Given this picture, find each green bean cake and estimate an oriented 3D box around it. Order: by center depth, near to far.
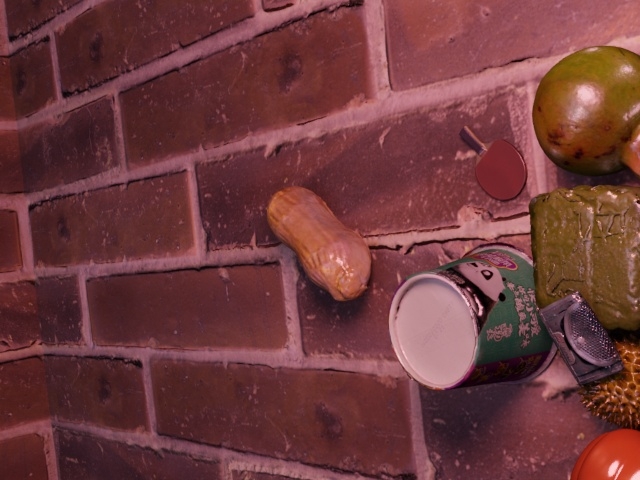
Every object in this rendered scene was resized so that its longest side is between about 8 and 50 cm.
[{"bbox_3d":[0.417,0.021,1.301,0.200,0.113,0.214,4,100,49],"label":"green bean cake"}]

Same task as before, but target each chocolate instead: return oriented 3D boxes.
[{"bbox_3d":[0.000,0.000,1.749,0.309,0.134,0.134,51,129,36],"label":"chocolate"}]

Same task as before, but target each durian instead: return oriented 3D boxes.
[{"bbox_3d":[0.441,0.207,1.313,0.208,0.102,0.147,32,124,45],"label":"durian"}]

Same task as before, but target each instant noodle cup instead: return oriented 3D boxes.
[{"bbox_3d":[0.244,0.135,1.447,0.251,0.190,0.251,8,101,47],"label":"instant noodle cup"}]

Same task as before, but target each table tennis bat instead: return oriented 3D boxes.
[{"bbox_3d":[0.293,-0.138,1.490,0.158,0.014,0.095,52,131,27],"label":"table tennis bat"}]

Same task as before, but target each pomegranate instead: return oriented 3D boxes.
[{"bbox_3d":[0.403,-0.162,1.261,0.190,0.159,0.241,-31,75,47],"label":"pomegranate"}]

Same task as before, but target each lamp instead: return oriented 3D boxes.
[{"bbox_3d":[0.462,0.357,1.254,0.187,0.164,0.188,37,163,14],"label":"lamp"}]

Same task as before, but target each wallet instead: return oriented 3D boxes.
[{"bbox_3d":[0.380,0.145,1.273,0.088,0.026,0.129,-38,78,48],"label":"wallet"}]
